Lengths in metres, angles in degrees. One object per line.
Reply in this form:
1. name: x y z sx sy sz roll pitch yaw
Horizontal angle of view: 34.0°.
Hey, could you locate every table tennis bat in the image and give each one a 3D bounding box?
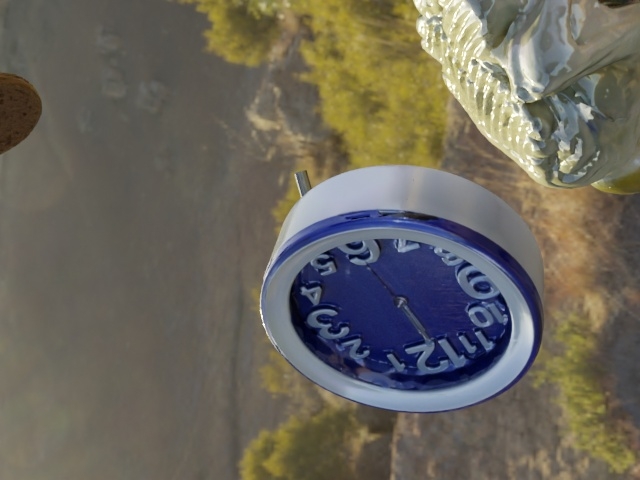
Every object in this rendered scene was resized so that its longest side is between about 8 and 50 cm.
1. table tennis bat: 0.000 0.000 1.152 0.095 0.014 0.158 161 92 -86

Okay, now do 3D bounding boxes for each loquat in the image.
1. loquat: 0.544 -0.156 1.821 0.152 0.195 0.152 -8 -90 -87

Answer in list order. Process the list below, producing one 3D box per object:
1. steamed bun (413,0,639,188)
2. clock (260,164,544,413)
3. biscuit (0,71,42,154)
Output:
1. steamed bun: 0.287 -0.265 1.315 0.352 0.247 0.339 54 176 26
2. clock: 0.068 0.045 0.870 0.083 0.230 0.230 -78 15 -45
3. biscuit: -0.381 -0.123 1.113 0.026 0.175 0.124 55 160 25
